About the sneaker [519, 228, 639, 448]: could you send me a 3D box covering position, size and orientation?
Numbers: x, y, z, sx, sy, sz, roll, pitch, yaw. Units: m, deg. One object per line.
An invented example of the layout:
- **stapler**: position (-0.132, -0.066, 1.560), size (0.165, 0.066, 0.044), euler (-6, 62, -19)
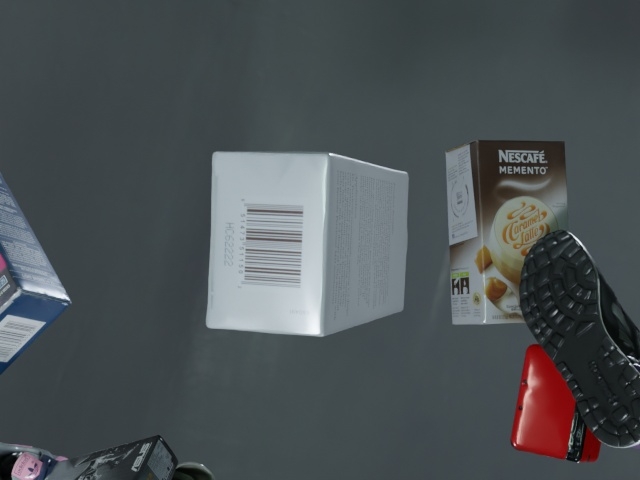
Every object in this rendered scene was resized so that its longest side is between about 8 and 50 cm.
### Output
- **sneaker**: position (0.334, 0.123, 1.211), size (0.124, 0.107, 0.283), euler (19, 45, -46)

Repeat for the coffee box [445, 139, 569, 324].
- **coffee box**: position (0.258, -0.009, 1.389), size (0.098, 0.141, 0.247), euler (165, -77, -71)

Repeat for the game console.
- **game console**: position (0.330, 0.221, 1.367), size (0.124, 0.085, 0.144), euler (18, 82, -54)

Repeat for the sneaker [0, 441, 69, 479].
- **sneaker**: position (-0.399, 0.381, 1.523), size (0.131, 0.319, 0.112), euler (53, 54, -35)

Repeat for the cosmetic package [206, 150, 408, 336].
- **cosmetic package**: position (0.000, 0.000, 1.439), size (0.453, 0.161, 0.230), euler (1, 92, -72)

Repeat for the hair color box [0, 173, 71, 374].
- **hair color box**: position (-0.505, 0.007, 1.414), size (0.174, 0.347, 0.105), euler (-43, 151, 13)

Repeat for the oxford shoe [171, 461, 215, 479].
- **oxford shoe**: position (-0.220, 0.569, 1.745), size (0.169, 0.449, 0.130), euler (17, 124, -31)

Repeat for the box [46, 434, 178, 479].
- **box**: position (-0.301, 0.364, 1.290), size (0.056, 0.183, 0.231), euler (60, 27, -25)
